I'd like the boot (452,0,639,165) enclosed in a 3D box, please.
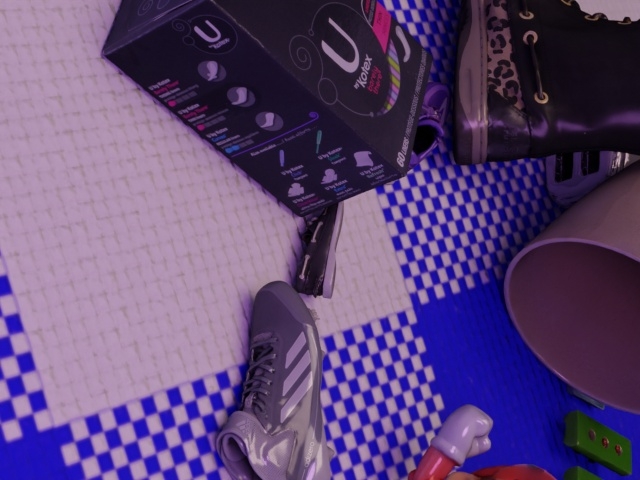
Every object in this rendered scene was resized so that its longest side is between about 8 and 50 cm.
[{"bbox_3d":[0.303,-0.242,1.634,0.138,0.284,0.377,80,18,-57],"label":"boot"}]

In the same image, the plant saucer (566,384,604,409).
[{"bbox_3d":[0.318,0.108,1.727,0.067,0.018,0.192,29,53,-39],"label":"plant saucer"}]

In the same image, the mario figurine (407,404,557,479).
[{"bbox_3d":[0.128,0.275,1.305,0.320,0.170,0.198,-13,119,-44],"label":"mario figurine"}]

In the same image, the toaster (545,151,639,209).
[{"bbox_3d":[0.365,-0.102,1.787,0.146,0.129,0.227,23,65,-38],"label":"toaster"}]

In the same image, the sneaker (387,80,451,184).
[{"bbox_3d":[0.112,-0.118,1.539,0.068,0.071,0.170,54,41,-20],"label":"sneaker"}]

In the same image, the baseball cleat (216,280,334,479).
[{"bbox_3d":[-0.044,0.134,1.250,0.109,0.072,0.206,1,70,-42],"label":"baseball cleat"}]

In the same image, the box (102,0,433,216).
[{"bbox_3d":[-0.041,-0.173,1.326,0.270,0.143,0.165,39,48,-32],"label":"box"}]

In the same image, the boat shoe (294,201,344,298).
[{"bbox_3d":[0.000,0.000,1.383,0.046,0.038,0.125,91,6,-60],"label":"boat shoe"}]

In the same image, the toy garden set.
[{"bbox_3d":[0.332,0.344,1.622,0.204,0.049,0.244,31,52,-36],"label":"toy garden set"}]

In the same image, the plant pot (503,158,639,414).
[{"bbox_3d":[0.386,0.014,1.611,0.274,0.256,0.256,-48,112,-34],"label":"plant pot"}]
